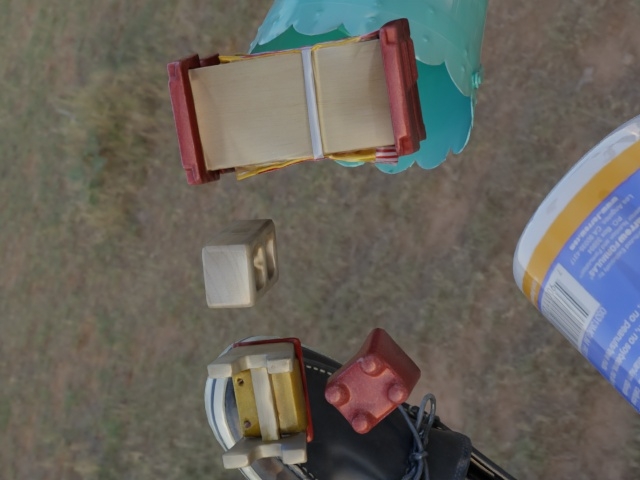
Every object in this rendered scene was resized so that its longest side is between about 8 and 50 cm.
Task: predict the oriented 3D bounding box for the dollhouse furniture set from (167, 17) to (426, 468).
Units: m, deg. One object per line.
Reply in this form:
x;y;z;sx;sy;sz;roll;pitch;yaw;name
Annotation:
0.000;0.000;1.003;0.152;0.201;0.374;-50;-47;-76;dollhouse furniture set

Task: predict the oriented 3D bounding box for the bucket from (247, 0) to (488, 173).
0.062;-0.224;1.292;0.281;0.281;0.183;-20;45;52;bucket

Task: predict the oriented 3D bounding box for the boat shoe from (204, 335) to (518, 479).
0.090;0.262;1.247;0.156;0.500;0.186;-24;33;52;boat shoe

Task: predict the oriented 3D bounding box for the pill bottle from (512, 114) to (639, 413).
0.248;0.063;0.613;0.272;0.152;0.152;48;119;28;pill bottle
